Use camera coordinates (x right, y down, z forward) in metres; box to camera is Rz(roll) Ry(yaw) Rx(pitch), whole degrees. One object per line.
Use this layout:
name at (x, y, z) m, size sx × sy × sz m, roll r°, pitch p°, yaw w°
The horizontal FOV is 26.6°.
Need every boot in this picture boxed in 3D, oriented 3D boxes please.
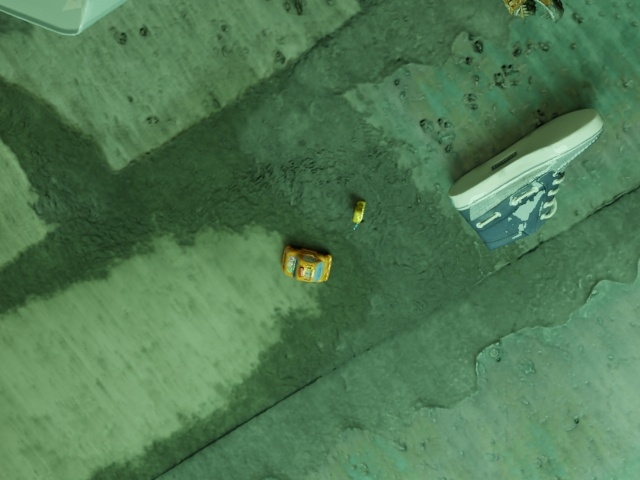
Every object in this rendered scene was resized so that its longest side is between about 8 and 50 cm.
boot at (0.239, -0.066, 1.478) m, size 0.190 × 0.069 × 0.086 m, roll -30°, pitch 110°, yaw 25°

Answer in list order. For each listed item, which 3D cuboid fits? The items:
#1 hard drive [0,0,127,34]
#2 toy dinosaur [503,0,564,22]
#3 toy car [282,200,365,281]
hard drive at (-0.283, -0.292, 1.313) m, size 0.233 × 0.353 × 0.047 m, roll 21°, pitch 111°, yaw 0°
toy dinosaur at (0.267, -0.369, 1.322) m, size 0.218 × 0.164 × 0.322 m, roll 19°, pitch 134°, yaw 18°
toy car at (0.000, 0.000, 1.544) m, size 0.060 × 0.040 × 0.122 m, roll 29°, pitch 112°, yaw -2°
